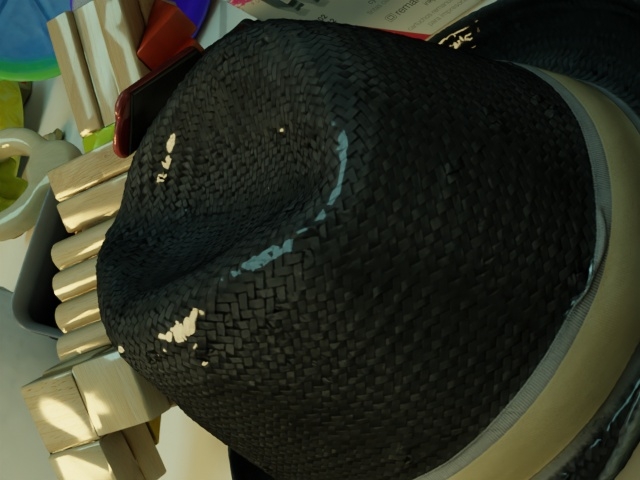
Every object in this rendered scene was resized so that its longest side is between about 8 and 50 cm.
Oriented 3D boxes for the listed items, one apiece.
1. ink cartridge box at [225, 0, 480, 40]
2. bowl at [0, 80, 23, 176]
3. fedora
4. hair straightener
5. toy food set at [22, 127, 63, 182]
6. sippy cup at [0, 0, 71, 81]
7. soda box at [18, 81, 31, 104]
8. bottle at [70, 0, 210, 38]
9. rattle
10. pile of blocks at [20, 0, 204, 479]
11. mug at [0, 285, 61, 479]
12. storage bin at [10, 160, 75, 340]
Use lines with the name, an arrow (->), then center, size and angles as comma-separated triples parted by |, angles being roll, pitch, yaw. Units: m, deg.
ink cartridge box -> 0.000, -0.200, 0.634 | 0.128, 0.176, 0.127 | -28, 45, 52
bowl -> -0.515, -0.114, 1.449 | 0.289, 0.156, 0.289 | -15, 69, 44
fedora -> 0.000, 0.000, 0.502 | 0.334, 0.152, 0.334 | -42, 35, 39
hair straightener -> -0.037, -0.093, 0.691 | 0.230, 0.089, 0.047 | -50, -29, -63
toy food set -> -0.313, -0.083, 1.286 | 0.082, 0.020, 0.083 | -56, 29, 20
sippy cup -> -0.345, -0.307, 1.327 | 0.305, 0.240, 0.224 | -27, 16, -6
soda box -> -0.465, -0.159, 1.579 | 0.181, 0.061, 0.058 | -54, 30, 23
bottle -> -0.186, -0.243, 1.103 | 0.118, 0.092, 0.283 | -63, 27, 6
rattle -> -0.270, -0.040, 1.170 | 0.200, 0.142, 0.130 | -10, 44, 17
pile of blocks -> -0.089, -0.011, 0.725 | 0.113, 0.149, 0.362 | -20, 58, 30
mug -> -0.409, 0.143, 0.936 | 0.374, 0.328, 0.276 | -18, 53, 56
storage bin -> -0.165, 0.022, 0.869 | 0.091, 0.098, 0.135 | 106, 178, -72
